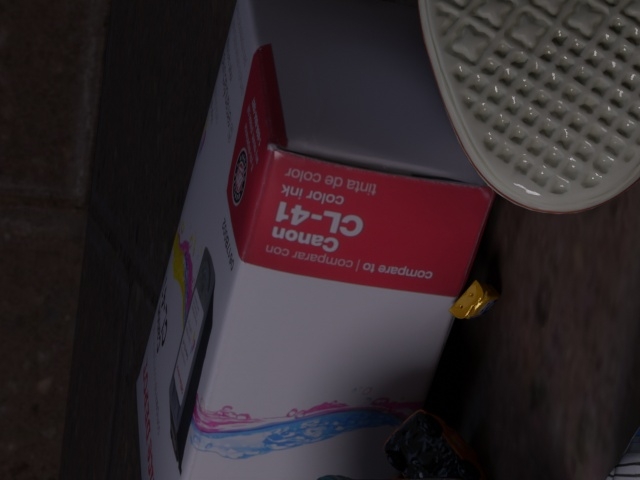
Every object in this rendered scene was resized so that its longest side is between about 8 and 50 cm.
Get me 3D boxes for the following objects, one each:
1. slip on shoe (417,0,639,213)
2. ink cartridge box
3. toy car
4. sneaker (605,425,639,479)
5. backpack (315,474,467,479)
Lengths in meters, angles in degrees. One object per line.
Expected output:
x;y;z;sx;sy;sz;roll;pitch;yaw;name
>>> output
0.102;-0.156;0.847;0.101;0.123;0.331;71;-166;-61;slip on shoe
-0.014;0.033;1.117;0.226;0.131;0.306;-102;26;-58;ink cartridge box
0.081;0.085;1.003;0.040;0.060;0.122;0;-61;-61;toy car
0.137;0.097;0.675;0.086;0.085;0.237;-62;0;-25;sneaker
0.034;0.199;0.899;0.188;0.144;0.166;-112;24;-67;backpack
